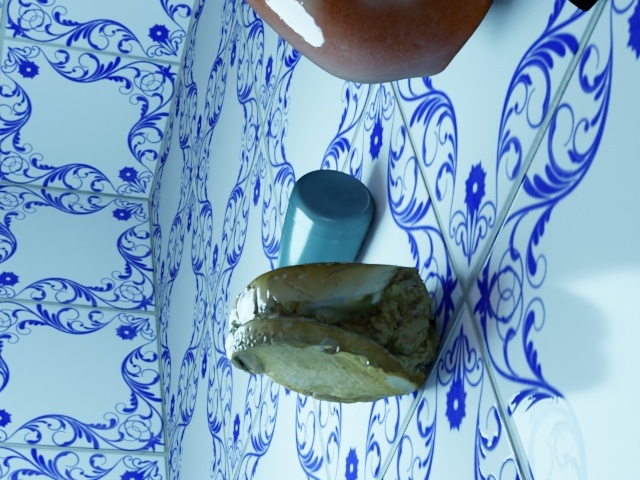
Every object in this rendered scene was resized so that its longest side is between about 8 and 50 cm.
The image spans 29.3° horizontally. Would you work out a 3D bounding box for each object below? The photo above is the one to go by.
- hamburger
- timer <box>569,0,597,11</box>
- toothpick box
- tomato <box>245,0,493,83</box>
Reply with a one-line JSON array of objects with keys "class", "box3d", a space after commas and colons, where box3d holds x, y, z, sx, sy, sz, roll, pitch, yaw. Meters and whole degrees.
[{"class": "hamburger", "box3d": [0.015, 0.105, 1.455, 0.286, 0.243, 0.146, -22, 59, 54]}, {"class": "timer", "box3d": [0.186, -0.294, 1.186, 0.055, 0.144, 0.187, -49, 29, 20]}, {"class": "toothpick box", "box3d": [0.000, 0.000, 1.755, 0.120, 0.120, 0.184, -101, 21, -45]}, {"class": "tomato", "box3d": [0.053, -0.324, 1.382, 0.321, 0.321, 0.322, -174, 90, -74]}]
